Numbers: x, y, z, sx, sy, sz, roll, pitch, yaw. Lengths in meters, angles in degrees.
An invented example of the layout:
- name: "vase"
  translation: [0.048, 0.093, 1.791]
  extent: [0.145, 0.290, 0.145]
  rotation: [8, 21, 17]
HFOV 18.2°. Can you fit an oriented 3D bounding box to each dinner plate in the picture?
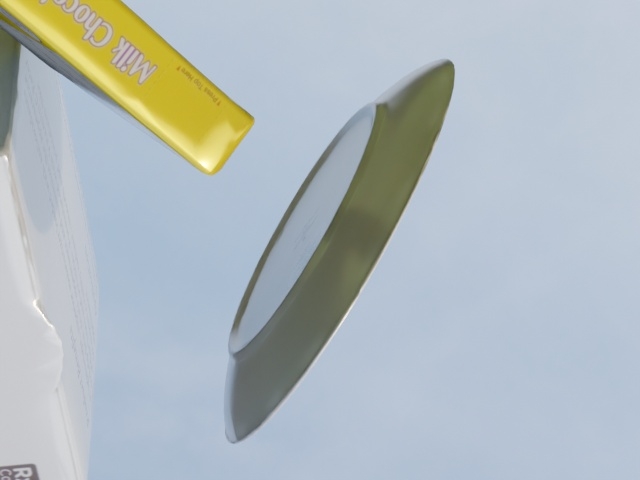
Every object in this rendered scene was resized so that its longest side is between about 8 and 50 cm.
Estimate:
- name: "dinner plate"
  translation: [0.000, 0.000, 0.639]
  extent: [0.017, 0.141, 0.141]
  rotation: [29, -150, -10]

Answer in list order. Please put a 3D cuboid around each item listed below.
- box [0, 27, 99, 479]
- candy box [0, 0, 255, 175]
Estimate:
- name: "box"
  translation: [-0.179, 0.002, 0.705]
  extent: [0.182, 0.181, 0.119]
  rotation: [-4, -135, 1]
- name: "candy box"
  translation: [-0.110, -0.095, 0.543]
  extent: [0.206, 0.027, 0.105]
  rotation: [41, 178, -42]
